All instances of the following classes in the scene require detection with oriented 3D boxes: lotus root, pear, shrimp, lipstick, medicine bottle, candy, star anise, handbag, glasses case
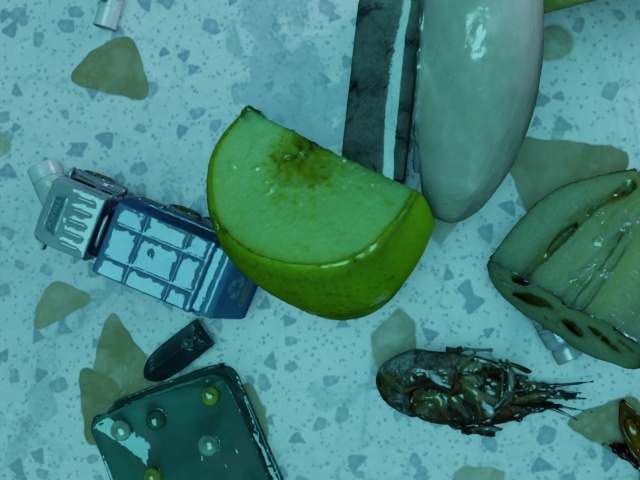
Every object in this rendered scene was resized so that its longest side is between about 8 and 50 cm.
[{"bbox_3d":[0.432,0.025,1.448,0.267,0.149,0.260,31,69,22],"label":"lotus root"},{"bbox_3d":[0.000,0.000,1.440,0.342,0.318,0.238,30,77,29],"label":"pear"},{"bbox_3d":[0.258,0.228,1.494,0.343,0.116,0.145,4,114,5],"label":"shrimp"},{"bbox_3d":[-0.349,-0.429,1.620,0.040,0.040,0.141,16,93,8],"label":"lipstick"},{"bbox_3d":[0.374,0.148,1.507,0.052,0.052,0.089,-28,86,7],"label":"medicine bottle"},{"bbox_3d":[0.217,-0.234,1.377,0.186,0.386,0.427,8,110,3],"label":"candy"},{"bbox_3d":[0.536,0.338,1.483,0.157,0.053,0.212,-26,85,8],"label":"star anise"},{"bbox_3d":[-0.457,-0.088,1.627,0.057,0.057,0.089,-26,86,7],"label":"medicine bottle"},{"bbox_3d":[-0.218,0.365,1.570,0.269,0.100,0.274,-20,87,7],"label":"handbag"},{"bbox_3d":[0.102,-0.243,1.537,0.114,0.060,0.299,6,91,29],"label":"glasses case"}]

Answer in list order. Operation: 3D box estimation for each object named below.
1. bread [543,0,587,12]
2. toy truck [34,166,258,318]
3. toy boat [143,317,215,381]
[{"bbox_3d":[0.438,-0.462,1.368,0.346,0.405,0.242,-21,97,-4],"label":"bread"},{"bbox_3d":[-0.272,0.006,1.533,0.367,0.175,0.146,21,95,2],"label":"toy truck"},{"bbox_3d":[-0.245,0.192,1.597,0.141,0.060,0.055,-38,86,14],"label":"toy boat"}]
